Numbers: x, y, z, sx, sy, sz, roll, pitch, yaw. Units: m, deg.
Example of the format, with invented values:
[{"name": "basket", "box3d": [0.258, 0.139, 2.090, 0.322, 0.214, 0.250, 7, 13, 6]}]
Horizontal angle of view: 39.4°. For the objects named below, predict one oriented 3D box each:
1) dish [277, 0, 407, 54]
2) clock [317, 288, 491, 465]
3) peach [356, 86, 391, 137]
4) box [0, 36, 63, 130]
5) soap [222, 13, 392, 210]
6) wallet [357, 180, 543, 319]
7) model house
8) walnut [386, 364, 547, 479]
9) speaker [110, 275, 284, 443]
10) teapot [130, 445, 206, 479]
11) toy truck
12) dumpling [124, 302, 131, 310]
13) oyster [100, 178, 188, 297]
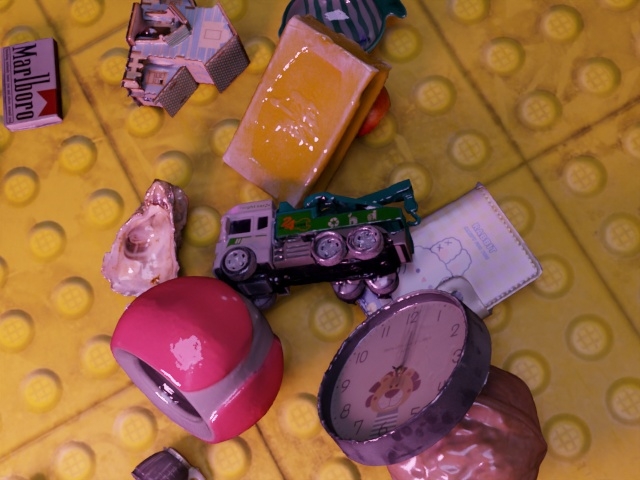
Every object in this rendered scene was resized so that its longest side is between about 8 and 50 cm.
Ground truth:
[{"name": "dish", "box3d": [0.041, -0.405, 1.727, 0.246, 0.078, 0.224, -18, 65, -3]}, {"name": "clock", "box3d": [0.127, 0.211, 1.424, 0.312, 0.312, 0.061, -47, 116, -6]}, {"name": "peach", "box3d": [0.057, -0.265, 1.689, 0.151, 0.151, 0.118, -36, 120, -3]}, {"name": "box", "box3d": [-0.582, -0.315, 1.804, 0.115, 0.036, 0.177, -9, 76, 4]}, {"name": "soap", "box3d": [-0.032, -0.227, 1.617, 0.199, 0.091, 0.315, 38, 116, 14]}, {"name": "wallet", "box3d": [0.214, 0.060, 1.606, 0.310, 0.077, 0.223, -32, 75, 3]}, {"name": "model house", "box3d": [-0.246, -0.377, 1.715, 0.207, 0.178, 0.271, 8, 75, 7]}, {"name": "walnut", "box3d": [0.235, 0.322, 1.464, 0.273, 0.273, 0.227, -6, 107, 5]}, {"name": "speaker", "box3d": [-0.211, 0.194, 1.507, 0.294, 0.294, 0.294, -1, 77, 6]}, {"name": "teapot", "box3d": [-0.265, 0.421, 1.584, 0.091, 0.124, 0.092, -47, 34, -21]}, {"name": "toy truck", "box3d": [-0.002, 0.007, 1.561, 0.364, 0.176, 0.178, -11, 58, 11]}, {"name": "dumpling", "box3d": [-0.330, 0.147, 1.666, 0.077, 0.043, 0.059, 13, 93, -8]}, {"name": "oyster", "box3d": [-0.310, -0.001, 1.678, 0.162, 0.107, 0.232, 16, 97, 9]}]
